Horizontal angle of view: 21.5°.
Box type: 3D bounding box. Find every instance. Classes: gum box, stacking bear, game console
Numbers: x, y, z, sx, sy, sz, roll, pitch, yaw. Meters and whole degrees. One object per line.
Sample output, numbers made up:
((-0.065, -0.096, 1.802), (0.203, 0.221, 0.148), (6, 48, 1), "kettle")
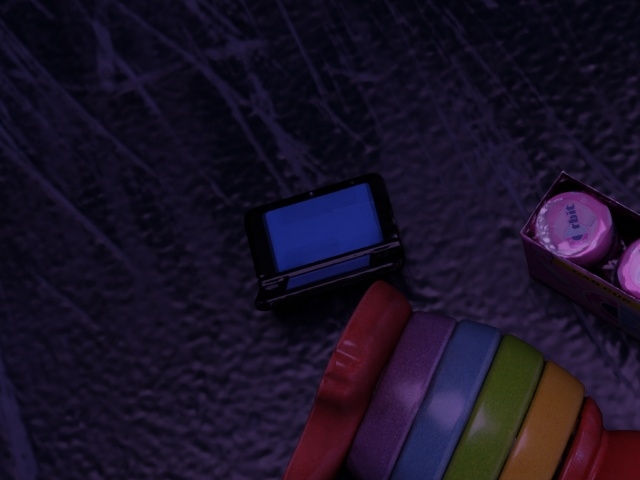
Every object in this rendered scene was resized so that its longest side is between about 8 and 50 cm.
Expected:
((0.249, 0.033, 1.270), (0.188, 0.107, 0.062), (31, 80, 18), "gum box")
((0.140, 0.156, 1.229), (0.289, 0.175, 0.164), (24, 35, 6), "stacking bear")
((0.000, 0.000, 1.351), (0.122, 0.107, 0.071), (-17, 98, 5), "game console")
